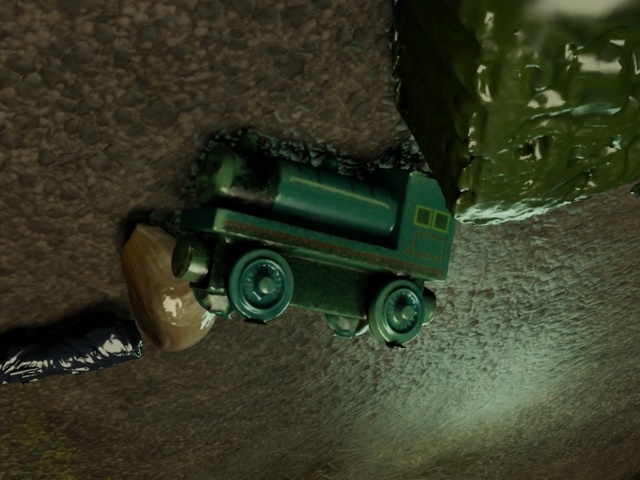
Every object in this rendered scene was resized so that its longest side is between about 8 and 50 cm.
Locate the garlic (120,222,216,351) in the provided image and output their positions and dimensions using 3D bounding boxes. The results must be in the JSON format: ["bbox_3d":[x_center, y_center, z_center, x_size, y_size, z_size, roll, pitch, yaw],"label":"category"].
[{"bbox_3d":[-0.159,0.065,0.921,0.087,0.101,0.196,-40,161,-24],"label":"garlic"}]

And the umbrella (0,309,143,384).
[{"bbox_3d":[-0.328,0.128,0.965,0.248,0.071,0.071,-10,144,-5],"label":"umbrella"}]

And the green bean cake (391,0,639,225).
[{"bbox_3d":[0.235,-0.171,0.727,0.319,0.218,0.335,-19,143,-4],"label":"green bean cake"}]

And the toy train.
[{"bbox_3d":[0.000,0.000,0.871,0.298,0.194,0.120,13,175,-30],"label":"toy train"}]
